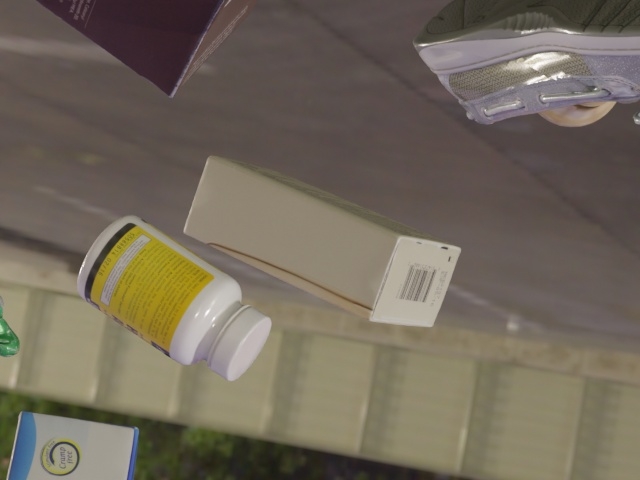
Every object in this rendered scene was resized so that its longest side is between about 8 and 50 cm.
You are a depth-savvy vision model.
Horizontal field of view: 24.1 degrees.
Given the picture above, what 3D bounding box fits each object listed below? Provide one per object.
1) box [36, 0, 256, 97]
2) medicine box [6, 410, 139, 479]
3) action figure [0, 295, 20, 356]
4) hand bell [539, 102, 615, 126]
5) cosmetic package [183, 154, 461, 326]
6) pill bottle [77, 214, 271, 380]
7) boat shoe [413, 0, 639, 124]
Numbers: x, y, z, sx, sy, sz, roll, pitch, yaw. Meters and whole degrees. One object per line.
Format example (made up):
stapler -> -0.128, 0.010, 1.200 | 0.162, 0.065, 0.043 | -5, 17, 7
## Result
box -> -0.157, -0.284, 1.419 | 0.203, 0.168, 0.167 | 36, 138, 0
medicine box -> -0.315, 0.392, 1.813 | 0.149, 0.263, 0.289 | 8, 146, -5
action figure -> -0.402, 0.047, 1.605 | 0.232, 0.137, 0.063 | 43, -157, 21
hand bell -> 0.315, -0.180, 1.668 | 0.126, 0.126, 0.242 | 12, -173, -8
cosmetic package -> 0.000, 0.000, 1.881 | 0.309, 0.113, 0.160 | 23, -173, 34
pill bottle -> -0.091, 0.039, 0.951 | 0.116, 0.065, 0.065 | 32, 179, 16
boat shoe -> 0.199, -0.136, 1.073 | 0.320, 0.118, 0.103 | 1, 130, 52
